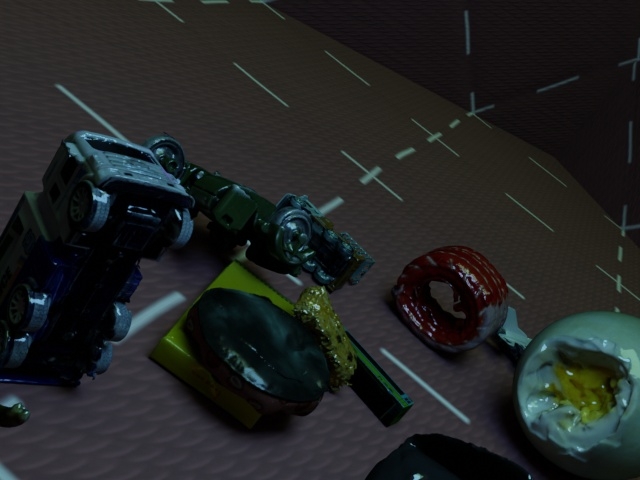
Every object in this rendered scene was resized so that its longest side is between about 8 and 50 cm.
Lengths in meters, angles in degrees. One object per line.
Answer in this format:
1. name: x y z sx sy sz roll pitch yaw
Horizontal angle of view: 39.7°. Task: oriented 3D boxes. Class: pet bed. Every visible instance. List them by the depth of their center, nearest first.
1. pet bed: -0.072 0.137 1.098 0.201 0.053 0.201 30 24 -15

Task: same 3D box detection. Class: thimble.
1. thimble: 0.233 0.101 1.560 0.190 0.163 0.125 37 24 17

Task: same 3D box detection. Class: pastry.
1. pastry: 0.008 0.135 1.239 0.140 0.056 0.080 65 27 -23

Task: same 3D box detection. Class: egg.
1. egg: 0.480 0.254 1.473 0.336 0.278 0.278 11 34 -52

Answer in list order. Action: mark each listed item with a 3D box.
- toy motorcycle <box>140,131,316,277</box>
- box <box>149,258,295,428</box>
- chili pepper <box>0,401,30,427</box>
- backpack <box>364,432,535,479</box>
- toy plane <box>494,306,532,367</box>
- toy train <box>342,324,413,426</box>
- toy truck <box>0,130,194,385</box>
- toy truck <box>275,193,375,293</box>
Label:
1. toy motorcycle: -0.139 -0.039 1.283 0.275 0.127 0.205 29 -2 -44
2. box: -0.105 0.127 1.183 0.153 0.041 0.279 36 22 -1
3. chili pepper: -0.359 0.081 0.783 0.131 0.134 0.338 2 34 -31
4. backpack: 0.160 0.378 0.829 0.363 0.255 0.445 34 19 -23
5. toy plane: 0.398 0.208 1.720 0.234 0.082 0.160 38 7 -37
6. toy train: 0.050 0.178 1.302 0.209 0.044 0.042 47 25 23
7. toy truck: -0.254 0.013 0.902 0.124 0.268 0.155 14 30 -44
8. toy truck: 0.001 -0.001 1.533 0.177 0.080 0.115 45 19 17
